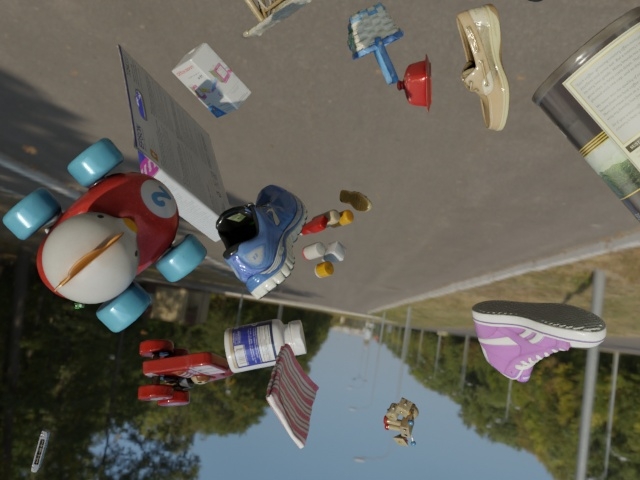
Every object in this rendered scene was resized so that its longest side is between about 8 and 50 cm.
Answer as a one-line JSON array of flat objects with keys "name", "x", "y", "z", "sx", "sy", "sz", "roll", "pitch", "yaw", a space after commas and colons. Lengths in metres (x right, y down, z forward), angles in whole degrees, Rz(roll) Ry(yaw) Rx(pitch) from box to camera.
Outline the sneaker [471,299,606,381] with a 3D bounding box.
[{"name": "sneaker", "x": 0.440, "y": 0.211, "z": 1.264, "sx": 0.102, "sy": 0.161, "sz": 0.282, "roll": -20, "pitch": -167, "yaw": -34}]

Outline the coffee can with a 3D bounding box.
[{"name": "coffee can", "x": 0.493, "y": -0.181, "z": 0.966, "sx": 0.275, "sy": 0.201, "sz": 0.201, "roll": 53, "pitch": 178, "yaw": 10}]

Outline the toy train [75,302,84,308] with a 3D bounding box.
[{"name": "toy train", "x": -0.747, "y": 0.202, "z": 1.966, "sx": 0.024, "sy": 0.017, "sz": 0.083, "roll": 0, "pitch": 175, "yaw": -14}]

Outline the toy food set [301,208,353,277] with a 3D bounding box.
[{"name": "toy food set", "x": 0.000, "y": 0.000, "z": 1.740, "sx": 0.105, "sy": 0.232, "sz": 0.111, "roll": -19, "pitch": 131, "yaw": 42}]

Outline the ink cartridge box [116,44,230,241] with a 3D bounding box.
[{"name": "ink cartridge box", "x": -0.322, "y": -0.198, "z": 1.336, "sx": 0.071, "sy": 0.324, "sz": 0.330, "roll": -30, "pitch": 142, "yaw": 13}]

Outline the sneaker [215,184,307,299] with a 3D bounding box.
[{"name": "sneaker", "x": -0.121, "y": -0.035, "z": 1.268, "sx": 0.130, "sy": 0.330, "sz": 0.147, "roll": -36, "pitch": 113, "yaw": 21}]

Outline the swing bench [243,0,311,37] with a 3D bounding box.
[{"name": "swing bench", "x": -0.110, "y": -0.677, "z": 1.569, "sx": 0.253, "sy": 0.254, "sz": 0.165, "roll": -12, "pitch": -165, "yaw": 48}]

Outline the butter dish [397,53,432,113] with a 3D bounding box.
[{"name": "butter dish", "x": 0.320, "y": -0.532, "z": 2.162, "sx": 0.118, "sy": 0.160, "sz": 0.159, "roll": 0, "pitch": 133, "yaw": 11}]

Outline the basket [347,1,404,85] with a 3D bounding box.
[{"name": "basket", "x": 0.214, "y": -0.711, "z": 2.345, "sx": 0.201, "sy": 0.289, "sz": 0.255, "roll": -29, "pitch": -172, "yaw": 5}]

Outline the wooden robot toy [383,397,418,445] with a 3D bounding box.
[{"name": "wooden robot toy", "x": 0.194, "y": 0.404, "z": 1.469, "sx": 0.076, "sy": 0.079, "sz": 0.173, "roll": 13, "pitch": 137, "yaw": 25}]

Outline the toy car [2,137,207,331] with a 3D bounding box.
[{"name": "toy car", "x": -0.272, "y": 0.003, "z": 0.812, "sx": 0.219, "sy": 0.210, "sz": 0.238, "roll": 51, "pitch": 171, "yaw": -16}]

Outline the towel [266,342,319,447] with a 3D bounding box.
[{"name": "towel", "x": -0.058, "y": 0.329, "z": 1.368, "sx": 0.029, "sy": 0.144, "sz": 0.197, "roll": -25, "pitch": -161, "yaw": 17}]

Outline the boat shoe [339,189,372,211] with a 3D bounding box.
[{"name": "boat shoe", "x": 0.106, "y": -0.113, "z": 1.756, "sx": 0.045, "sy": 0.050, "sz": 0.135, "roll": -3, "pitch": -158, "yaw": -32}]

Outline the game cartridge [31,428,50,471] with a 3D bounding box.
[{"name": "game cartridge", "x": -0.596, "y": 0.447, "z": 1.351, "sx": 0.017, "sy": 0.083, "sz": 0.056, "roll": 15, "pitch": 166, "yaw": -17}]

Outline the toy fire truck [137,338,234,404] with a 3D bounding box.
[{"name": "toy fire truck", "x": -0.394, "y": 0.394, "z": 1.908, "sx": 0.254, "sy": 0.169, "sz": 0.302, "roll": -8, "pitch": 158, "yaw": 10}]

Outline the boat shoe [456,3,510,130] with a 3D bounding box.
[{"name": "boat shoe", "x": 0.435, "y": -0.458, "z": 1.726, "sx": 0.110, "sy": 0.341, "sz": 0.121, "roll": -15, "pitch": -158, "yaw": -1}]

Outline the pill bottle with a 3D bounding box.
[{"name": "pill bottle", "x": -0.133, "y": 0.253, "z": 1.555, "sx": 0.187, "sy": 0.112, "sz": 0.112, "roll": -11, "pitch": 172, "yaw": 0}]

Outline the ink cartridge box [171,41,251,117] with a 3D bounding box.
[{"name": "ink cartridge box", "x": -0.201, "y": -0.293, "z": 1.166, "sx": 0.122, "sy": 0.052, "sz": 0.088, "roll": 46, "pitch": 154, "yaw": -24}]
